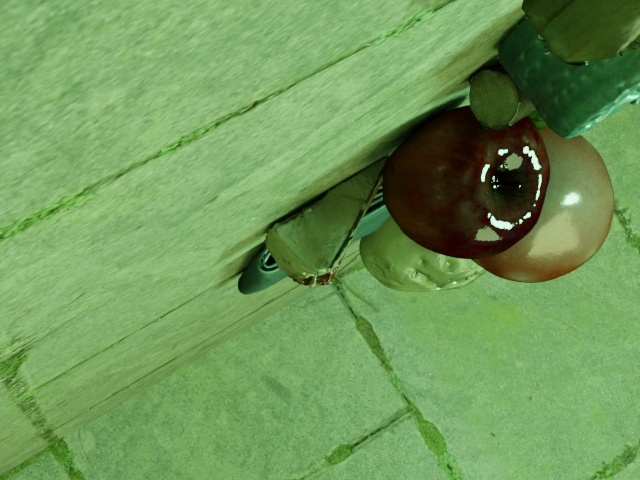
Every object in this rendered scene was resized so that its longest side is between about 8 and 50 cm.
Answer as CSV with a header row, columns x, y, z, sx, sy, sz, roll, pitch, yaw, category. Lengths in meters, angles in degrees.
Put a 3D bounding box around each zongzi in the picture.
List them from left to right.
x,y,z,sx,sy,sz,roll,pitch,yaw,category
0.311,-0.261,0.925,0.251,0.125,0.274,-37,178,36,zongzi

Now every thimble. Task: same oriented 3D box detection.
x,y,z,sx,sy,sz,roll,pitch,yaw,category
0.321,-0.220,1.222,0.198,0.143,0.235,-31,173,-11,thimble

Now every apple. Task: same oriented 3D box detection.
x,y,z,sx,sy,sz,roll,pitch,yaw,category
0.197,-0.079,1.483,0.234,0.234,0.234,-31,175,-3,apple

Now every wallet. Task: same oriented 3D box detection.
x,y,z,sx,sy,sz,roll,pitch,yaw,category
-0.001,-0.001,1.814,0.290,0.054,0.251,-28,174,-17,wallet

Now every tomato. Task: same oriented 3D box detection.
x,y,z,sx,sy,sz,roll,pitch,yaw,category
0.389,-0.080,2.019,0.321,0.321,0.321,-31,175,-3,tomato

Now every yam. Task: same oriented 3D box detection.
x,y,z,sx,sy,sz,roll,pitch,yaw,category
0.251,-0.195,1.370,0.127,0.084,0.084,-27,173,-41,yam

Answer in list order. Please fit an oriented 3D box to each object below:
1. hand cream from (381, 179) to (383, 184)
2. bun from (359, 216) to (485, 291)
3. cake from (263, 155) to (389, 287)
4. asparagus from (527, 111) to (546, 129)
x,y,z,sx,sy,sz,roll,pitch,yaw,category
0.154,-0.114,1.798,0.174,0.047,0.076,-22,171,-8,hand cream
0.249,-0.001,2.358,0.326,0.234,0.362,-28,170,19,bun
0.037,-0.019,1.574,0.220,0.116,0.086,-29,168,-15,cake
0.346,-0.232,1.571,0.082,0.085,0.343,-35,173,-3,asparagus
